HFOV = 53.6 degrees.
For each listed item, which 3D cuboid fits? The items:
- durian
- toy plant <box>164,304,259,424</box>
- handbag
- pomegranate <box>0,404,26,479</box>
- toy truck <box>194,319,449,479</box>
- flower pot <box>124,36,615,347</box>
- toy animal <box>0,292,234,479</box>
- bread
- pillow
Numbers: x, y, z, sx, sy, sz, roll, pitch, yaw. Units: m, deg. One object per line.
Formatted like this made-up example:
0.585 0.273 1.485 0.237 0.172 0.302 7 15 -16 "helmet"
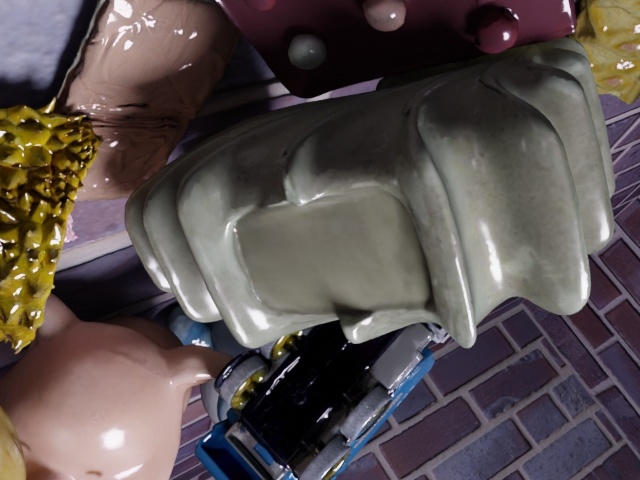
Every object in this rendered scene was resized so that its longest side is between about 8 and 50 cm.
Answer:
-0.240 -0.007 0.485 0.182 0.165 0.132 -13 -159 39 "durian"
-0.100 0.172 0.941 0.247 0.247 0.332 -30 155 -10 "toy plant"
0.028 -0.174 0.351 0.216 0.074 0.203 -3 151 30 "handbag"
-0.382 0.184 0.453 0.342 0.342 0.342 -29 158 -12 "pomegranate"
0.030 0.123 0.663 0.367 0.146 0.175 -48 159 -1 "toy truck"
0.024 -0.037 0.493 0.367 0.165 0.254 -8 -153 29 "flower pot"
-0.242 0.183 0.721 0.326 0.237 0.269 -78 -170 -67 "toy animal"
0.393 -0.289 0.773 0.152 0.130 0.268 -29 158 -1 "bread"
-0.151 -0.105 0.508 0.126 0.043 0.232 -4 147 -43 "pillow"
